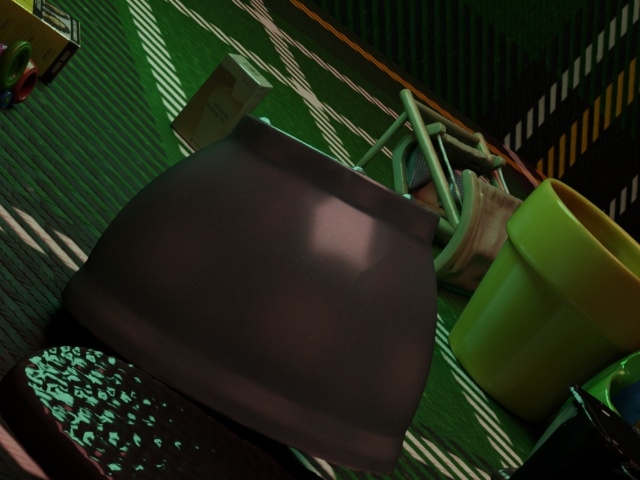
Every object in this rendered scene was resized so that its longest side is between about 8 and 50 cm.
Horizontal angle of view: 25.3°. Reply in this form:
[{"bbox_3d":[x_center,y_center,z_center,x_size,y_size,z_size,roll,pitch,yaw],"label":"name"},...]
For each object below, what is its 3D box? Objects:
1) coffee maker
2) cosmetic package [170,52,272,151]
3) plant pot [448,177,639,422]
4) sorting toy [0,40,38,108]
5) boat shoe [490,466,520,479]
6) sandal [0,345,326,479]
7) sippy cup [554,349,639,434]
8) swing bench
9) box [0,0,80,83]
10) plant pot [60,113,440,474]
[{"bbox_3d":[0.213,0.241,1.280,0.120,0.178,0.171,40,13,3],"label":"coffee maker"},{"bbox_3d":[-0.118,-0.161,1.694,0.060,0.115,0.041,44,16,14],"label":"cosmetic package"},{"bbox_3d":[0.297,0.091,1.784,0.254,0.239,0.254,39,15,-12],"label":"plant pot"},{"bbox_3d":[-0.303,-0.160,1.350,0.042,0.061,0.102,29,-14,6],"label":"sorting toy"},{"bbox_3d":[0.232,0.261,1.507,0.152,0.056,0.049,20,32,-54],"label":"boat shoe"},{"bbox_3d":[-0.068,0.196,0.905,0.167,0.107,0.446,51,5,34],"label":"sandal"},{"bbox_3d":[0.433,0.268,1.707,0.305,0.240,0.224,-12,57,-23],"label":"sippy cup"},{"bbox_3d":[0.199,-0.053,2.084,0.253,0.165,0.254,20,27,-55],"label":"swing bench"},{"bbox_3d":[-0.360,-0.261,1.484,0.232,0.058,0.087,34,18,-24],"label":"box"},{"bbox_3d":[-0.027,0.023,1.109,0.293,0.196,0.293,28,2,-1],"label":"plant pot"}]
